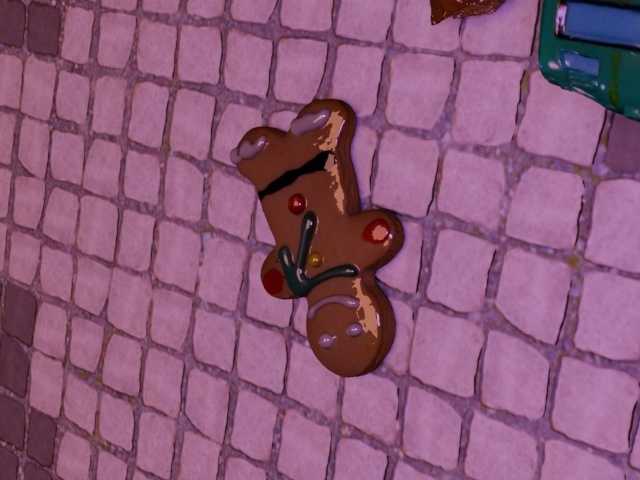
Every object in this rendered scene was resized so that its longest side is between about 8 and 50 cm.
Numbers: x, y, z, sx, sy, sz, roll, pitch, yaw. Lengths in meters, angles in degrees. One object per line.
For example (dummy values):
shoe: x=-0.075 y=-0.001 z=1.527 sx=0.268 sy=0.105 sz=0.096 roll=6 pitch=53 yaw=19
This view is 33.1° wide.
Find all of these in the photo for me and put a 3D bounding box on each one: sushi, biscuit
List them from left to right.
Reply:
biscuit: x=0.000 y=0.000 z=1.159 sx=0.196 sy=0.049 sz=0.302 roll=-24 pitch=78 yaw=42
sushi: x=0.148 y=-0.236 z=1.002 sx=0.118 sy=0.061 sz=0.060 roll=-17 pitch=114 yaw=43

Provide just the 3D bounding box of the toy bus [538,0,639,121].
toy bus: x=0.276 y=-0.248 z=0.790 sx=0.199 sy=0.183 sz=0.344 roll=18 pitch=108 yaw=38
